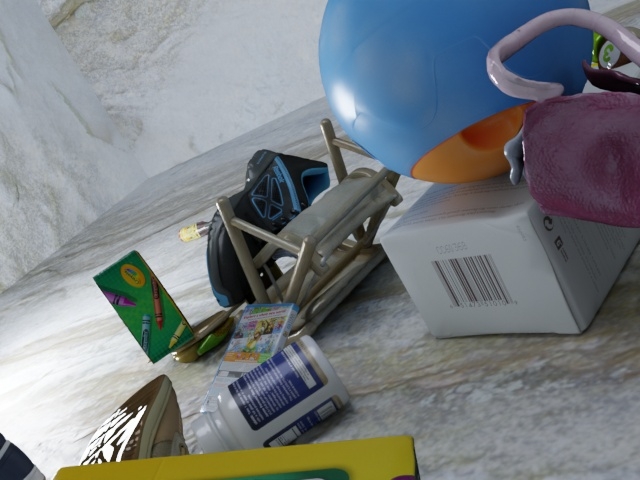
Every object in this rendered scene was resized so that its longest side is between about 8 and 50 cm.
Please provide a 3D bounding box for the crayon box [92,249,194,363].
[{"bbox_3d":[-0.297,0.107,1.330,0.081,0.165,0.278,-35,5,-11],"label":"crayon box"}]

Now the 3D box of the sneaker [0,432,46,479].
[{"bbox_3d":[-0.557,0.373,1.114,0.282,0.153,0.099,-35,17,-16],"label":"sneaker"}]

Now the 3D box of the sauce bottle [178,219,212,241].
[{"bbox_3d":[-0.322,-0.029,2.065,0.128,0.042,0.042,-20,20,37],"label":"sauce bottle"}]

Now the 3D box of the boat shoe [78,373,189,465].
[{"bbox_3d":[-0.201,0.276,0.878,0.121,0.110,0.341,-39,18,13],"label":"boat shoe"}]

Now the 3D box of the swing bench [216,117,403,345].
[{"bbox_3d":[0.000,0.000,1.167,0.165,0.255,0.253,24,49,27],"label":"swing bench"}]

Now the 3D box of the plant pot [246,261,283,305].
[{"bbox_3d":[-0.112,0.068,1.378,0.081,0.081,0.083,-33,6,-9],"label":"plant pot"}]

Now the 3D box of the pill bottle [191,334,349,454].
[{"bbox_3d":[-0.059,0.192,0.901,0.169,0.094,0.094,-32,17,-8],"label":"pill bottle"}]

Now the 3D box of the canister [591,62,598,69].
[{"bbox_3d":[0.436,-0.238,1.339,0.169,0.073,0.126,-35,18,-20],"label":"canister"}]

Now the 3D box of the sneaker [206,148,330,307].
[{"bbox_3d":[-0.085,-0.032,1.295,0.139,0.125,0.341,6,48,17],"label":"sneaker"}]

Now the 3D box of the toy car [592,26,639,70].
[{"bbox_3d":[0.433,-0.210,1.175,0.188,0.149,0.155,-43,28,-4],"label":"toy car"}]

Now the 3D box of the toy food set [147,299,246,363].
[{"bbox_3d":[-0.201,0.167,1.328,0.192,0.039,0.132,-29,8,46],"label":"toy food set"}]

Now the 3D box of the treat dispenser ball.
[{"bbox_3d":[0.142,-0.204,0.840,0.288,0.288,0.288,-28,17,9],"label":"treat dispenser ball"}]

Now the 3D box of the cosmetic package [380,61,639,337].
[{"bbox_3d":[0.275,-0.058,0.959,0.217,0.156,0.385,-9,26,50],"label":"cosmetic package"}]

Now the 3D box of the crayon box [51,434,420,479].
[{"bbox_3d":[-0.083,0.286,0.505,0.312,0.106,0.363,-8,21,8],"label":"crayon box"}]

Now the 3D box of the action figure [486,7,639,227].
[{"bbox_3d":[0.357,-0.071,0.627,0.248,0.276,0.370,-41,35,-22],"label":"action figure"}]

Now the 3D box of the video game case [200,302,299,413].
[{"bbox_3d":[-0.097,0.163,1.064,0.119,0.015,0.166,-8,53,52],"label":"video game case"}]
